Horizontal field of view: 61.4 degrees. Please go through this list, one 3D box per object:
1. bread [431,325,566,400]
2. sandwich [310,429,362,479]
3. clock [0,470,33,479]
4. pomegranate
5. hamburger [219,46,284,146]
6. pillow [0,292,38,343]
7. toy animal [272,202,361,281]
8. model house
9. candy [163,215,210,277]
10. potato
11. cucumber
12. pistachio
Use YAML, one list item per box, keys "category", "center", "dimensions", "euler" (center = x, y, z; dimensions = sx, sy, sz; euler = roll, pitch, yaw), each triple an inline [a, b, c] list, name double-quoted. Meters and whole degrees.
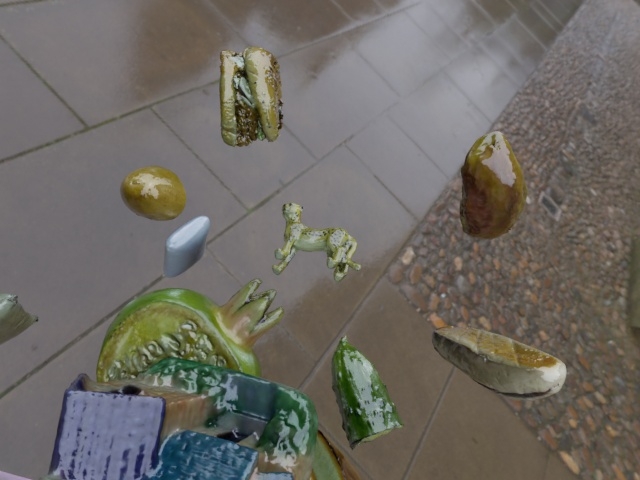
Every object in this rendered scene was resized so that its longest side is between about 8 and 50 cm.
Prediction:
- category: "bread"
  center: [0.191, 0.139, 0.614]
  dimensions: [0.073, 0.214, 0.053]
  euler: [-5, 94, -15]
- category: "sandwich"
  center: [0.019, 0.491, 0.943]
  dimensions: [0.198, 0.155, 0.227]
  euler: [57, -4, -26]
- category: "clock"
  center: [-0.733, 0.632, 1.214]
  dimensions: [0.063, 0.150, 0.197]
  euler: [8, 88, -74]
- category: "pomegranate"
  center: [-0.218, 0.212, 1.006]
  dimensions: [0.309, 0.359, 0.216]
  euler: [50, -2, 5]
- category: "hamburger"
  center: [-0.120, -0.255, 0.962]
  dimensions: [0.114, 0.176, 0.185]
  euler: [1, 13, -5]
- category: "pillow"
  center: [-0.748, 0.192, 1.208]
  dimensions: [0.185, 0.302, 0.074]
  euler: [-26, 83, -25]
- category: "toy animal"
  center: [0.000, 0.000, 0.986]
  dimensions: [0.182, 0.073, 0.136]
  euler: [7, 49, 17]
- category: "model house"
  center: [-0.195, 0.295, 0.693]
  dimensions: [0.280, 0.313, 0.244]
  euler: [22, 78, -63]
- category: "candy"
  center: [-0.351, 0.018, 1.401]
  dimensions: [0.071, 0.174, 0.138]
  euler: [41, 56, 10]
- category: "potato"
  center: [-0.536, -0.148, 1.656]
  dimensions: [0.204, 0.178, 0.158]
  euler: [40, 7, 5]
- category: "cucumber"
  center: [0.085, 0.330, 1.213]
  dimensions: [0.134, 0.134, 0.244]
  euler: [3, 56, -39]
- category: "pistachio"
  center: [0.234, -0.061, 0.710]
  dimensions: [0.090, 0.172, 0.049]
  euler: [-18, 43, -6]
